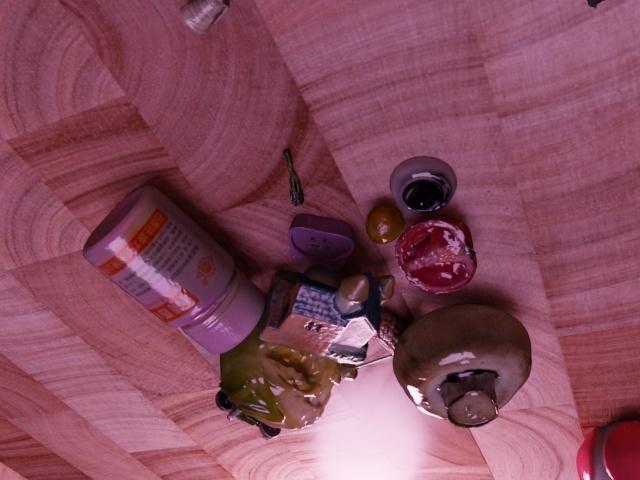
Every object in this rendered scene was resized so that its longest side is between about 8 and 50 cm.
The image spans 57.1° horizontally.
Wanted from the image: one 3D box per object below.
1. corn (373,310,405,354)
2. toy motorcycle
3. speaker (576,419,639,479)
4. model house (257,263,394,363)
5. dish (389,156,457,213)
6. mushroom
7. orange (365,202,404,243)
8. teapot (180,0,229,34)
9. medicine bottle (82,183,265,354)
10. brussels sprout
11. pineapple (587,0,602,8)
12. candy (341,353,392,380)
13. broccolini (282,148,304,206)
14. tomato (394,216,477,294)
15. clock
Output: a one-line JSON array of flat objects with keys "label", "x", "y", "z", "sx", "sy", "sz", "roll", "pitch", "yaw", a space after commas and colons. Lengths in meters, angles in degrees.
[{"label": "corn", "x": 0.203, "y": 0.271, "z": 1.572, "sx": 0.080, "sy": 0.079, "sz": 0.237, "roll": -20, "pitch": 128, "yaw": 26}, {"label": "toy motorcycle", "x": -0.203, "y": 0.489, "z": 1.827, "sx": 0.275, "sy": 0.127, "sz": 0.205, "roll": 35, "pitch": 129, "yaw": -14}, {"label": "speaker", "x": 0.899, "y": 0.665, "z": 1.714, "sx": 0.295, "sy": 0.294, "sz": 0.294, "roll": 5, "pitch": 134, "yaw": 5}, {"label": "model house", "x": 0.041, "y": 0.120, "z": 1.328, "sx": 0.267, "sy": 0.194, "sz": 0.325, "roll": 18, "pitch": 146, "yaw": -12}, {"label": "dish", "x": 0.212, "y": -0.094, "z": 1.216, "sx": 0.141, "sy": 0.078, "sz": 0.141, "roll": 4, "pitch": 134, "yaw": 4}, {"label": "mushroom", "x": 0.347, "y": 0.307, "z": 1.448, "sx": 0.353, "sy": 0.260, "sz": 0.352, "roll": 0, "pitch": 132, "yaw": 0}, {"label": "orange", "x": 0.139, "y": -0.034, "z": 1.279, "sx": 0.085, "sy": 0.085, "sz": 0.095, "roll": 13, "pitch": 129, "yaw": -4}, {"label": "teapot", "x": -0.190, "y": -0.397, "z": 1.007, "sx": 0.083, "sy": 0.057, "sz": 0.067, "roll": -32, "pitch": 159, "yaw": 29}, {"label": "medicine bottle", "x": -0.323, "y": 0.074, "z": 1.351, "sx": 0.219, "sy": 0.219, "sz": 0.388, "roll": -27, "pitch": 121, "yaw": 30}, {"label": "brussels sprout", "x": -0.113, "y": 0.332, "z": 1.531, "sx": 0.344, "sy": 0.268, "sz": 0.343, "roll": 16, "pitch": 121, "yaw": 29}, {"label": "pineapple", "x": 0.446, "y": -0.444, "z": 0.813, "sx": 0.128, "sy": 0.128, "sz": 0.248, "roll": 26, "pitch": 137, "yaw": -15}, {"label": "candy", "x": 0.128, "y": 0.351, "z": 1.664, "sx": 0.061, "sy": 0.061, "sz": 0.203, "roll": 37, "pitch": 135, "yaw": -25}, {"label": "broccolini", "x": -0.060, "y": -0.130, "z": 1.255, "sx": 0.030, "sy": 0.035, "sz": 0.139, "roll": -5, "pitch": 132, "yaw": 9}, {"label": "tomato", "x": 0.260, "y": 0.020, "z": 1.307, "sx": 0.173, "sy": 0.099, "sz": 0.189, "roll": -11, "pitch": 115, "yaw": 30}, {"label": "clock", "x": 0.000, "y": 0.000, "z": 1.360, "sx": 0.153, "sy": 0.050, "sz": 0.110, "roll": 12, "pitch": 134, "yaw": -2}]
